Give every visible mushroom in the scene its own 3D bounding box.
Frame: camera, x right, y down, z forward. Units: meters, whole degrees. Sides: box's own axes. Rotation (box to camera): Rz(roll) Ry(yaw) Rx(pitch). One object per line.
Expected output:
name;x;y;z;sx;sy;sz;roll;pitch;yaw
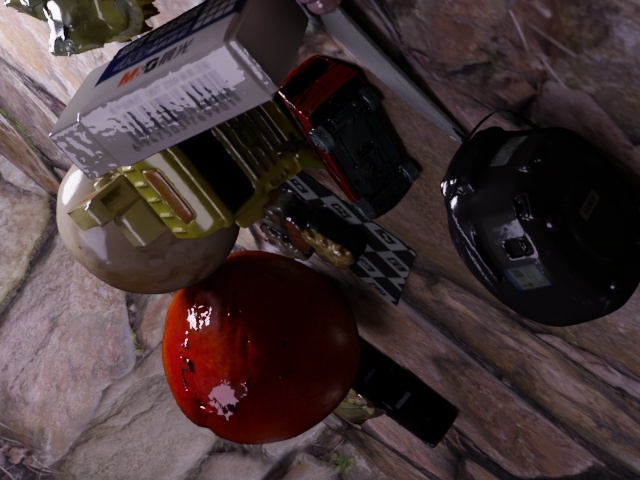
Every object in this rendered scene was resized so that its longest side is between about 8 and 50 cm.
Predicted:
mushroom;-0.275;-0.069;1.811;0.292;0.292;0.290;51;-169;-36

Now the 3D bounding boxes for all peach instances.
peach;-0.109;0.186;1.919;0.370;0.370;0.370;37;165;11

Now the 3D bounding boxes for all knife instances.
knife;0.020;-0.199;1.061;0.336;0.043;0.081;45;171;-26

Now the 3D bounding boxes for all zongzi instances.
zongzi;0.037;0.261;2.297;0.256;0.115;0.228;49;163;3

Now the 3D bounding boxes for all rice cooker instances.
rice cooker;0.193;-0.016;0.969;0.203;0.142;0.118;45;153;-21

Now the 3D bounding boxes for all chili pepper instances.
chili pepper;0.010;-0.095;1.324;0.208;0.049;0.043;30;-153;-58

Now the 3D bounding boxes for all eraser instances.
eraser;-0.149;-0.165;1.159;0.279;0.124;0.081;-20;126;35

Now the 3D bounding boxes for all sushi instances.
sushi;0.000;0.000;1.669;0.292;0.059;0.294;36;165;12

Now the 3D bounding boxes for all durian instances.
durian;-0.262;-0.283;1.190;0.172;0.166;0.306;67;157;-3

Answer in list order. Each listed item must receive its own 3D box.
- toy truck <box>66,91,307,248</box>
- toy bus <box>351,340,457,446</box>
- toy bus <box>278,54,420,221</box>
toy truck;-0.185;-0.104;1.457;0.180;0.254;0.405;49;161;-18
toy bus;0.075;0.244;2.149;0.409;0.093;0.092;36;172;16
toy bus;0.031;-0.107;1.228;0.089;0.081;0.195;40;170;43
